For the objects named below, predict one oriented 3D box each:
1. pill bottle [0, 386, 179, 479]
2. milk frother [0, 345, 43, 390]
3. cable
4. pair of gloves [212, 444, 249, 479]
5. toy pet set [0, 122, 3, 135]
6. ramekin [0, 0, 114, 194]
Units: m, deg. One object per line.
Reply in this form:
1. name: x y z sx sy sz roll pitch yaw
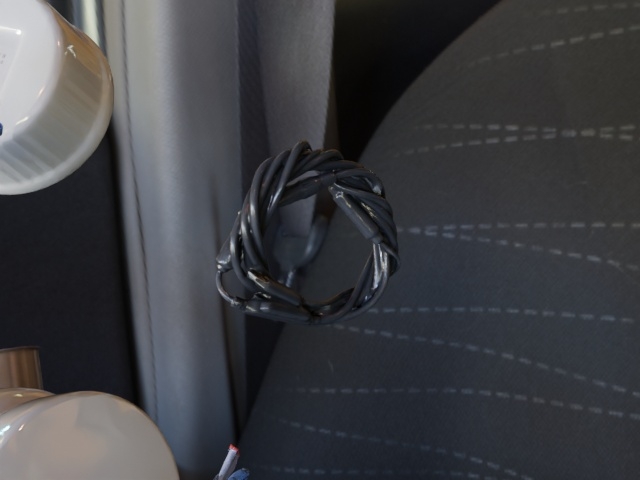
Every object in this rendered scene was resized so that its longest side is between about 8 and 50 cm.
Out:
1. pill bottle: -0.238 0.187 0.465 0.283 0.160 0.160 -18 12 35
2. milk frother: -0.298 0.172 0.677 0.143 0.134 0.129 -14 -10 10
3. cable: 0.000 0.000 0.580 0.185 0.150 0.047 17 -2 -40
4. pair of gloves: -0.134 0.342 0.850 0.023 0.198 0.159 22 58 10
5. toy pet set: -0.326 -0.152 0.558 0.122 0.065 0.114 2 44 -47
6. ramekin: -0.440 -0.213 0.937 0.277 0.277 0.135 -7 -15 4
